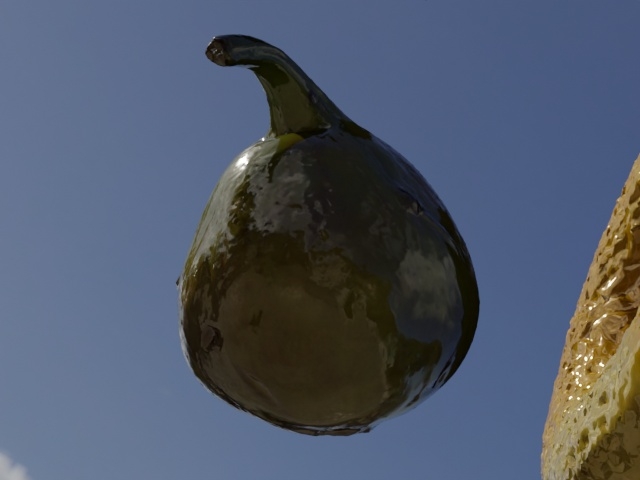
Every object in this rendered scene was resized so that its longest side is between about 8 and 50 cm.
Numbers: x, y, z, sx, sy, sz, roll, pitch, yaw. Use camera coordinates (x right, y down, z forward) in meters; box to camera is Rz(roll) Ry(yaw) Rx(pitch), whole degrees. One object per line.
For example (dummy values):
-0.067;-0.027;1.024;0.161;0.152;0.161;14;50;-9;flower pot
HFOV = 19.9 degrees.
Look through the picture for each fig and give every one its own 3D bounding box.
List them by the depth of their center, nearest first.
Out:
0.000;0.000;0.461;0.084;0.098;0.082;2;-6;-45;fig

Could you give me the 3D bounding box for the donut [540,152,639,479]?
0.177;0.013;0.738;0.110;0.303;0.303;20;-22;1;donut
